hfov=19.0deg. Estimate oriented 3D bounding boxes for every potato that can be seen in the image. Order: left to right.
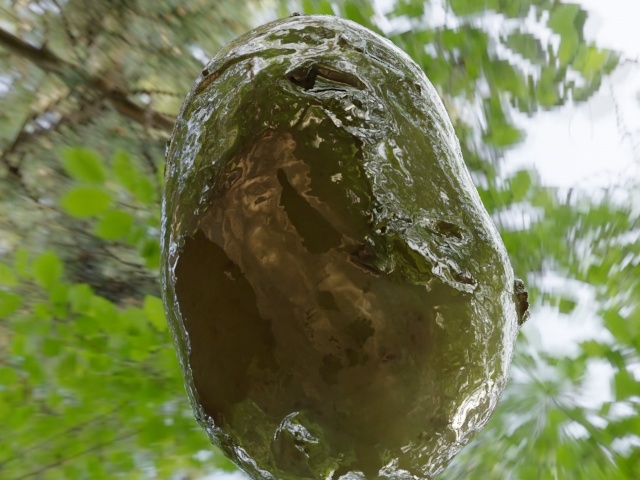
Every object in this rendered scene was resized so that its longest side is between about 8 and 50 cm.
[{"bbox_3d":[0.000,0.000,0.890,0.165,0.165,0.262,-21,-129,5],"label":"potato"}]
